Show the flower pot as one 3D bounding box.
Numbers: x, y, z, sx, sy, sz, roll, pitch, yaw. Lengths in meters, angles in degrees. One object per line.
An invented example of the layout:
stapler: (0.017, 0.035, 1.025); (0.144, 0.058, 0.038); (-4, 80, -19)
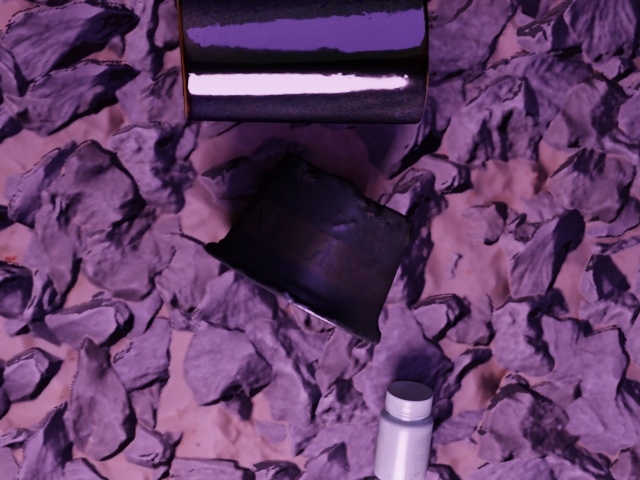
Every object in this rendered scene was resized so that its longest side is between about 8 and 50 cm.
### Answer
flower pot: (0.000, 0.000, 1.405); (0.157, 0.157, 0.107); (27, 92, -20)

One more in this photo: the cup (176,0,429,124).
cup: (-0.021, -0.197, 1.340); (0.177, 0.239, 0.166); (-4, 154, -4)

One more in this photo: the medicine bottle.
medicine bottle: (0.073, 0.167, 1.534); (0.047, 0.047, 0.083); (2, 111, -12)
